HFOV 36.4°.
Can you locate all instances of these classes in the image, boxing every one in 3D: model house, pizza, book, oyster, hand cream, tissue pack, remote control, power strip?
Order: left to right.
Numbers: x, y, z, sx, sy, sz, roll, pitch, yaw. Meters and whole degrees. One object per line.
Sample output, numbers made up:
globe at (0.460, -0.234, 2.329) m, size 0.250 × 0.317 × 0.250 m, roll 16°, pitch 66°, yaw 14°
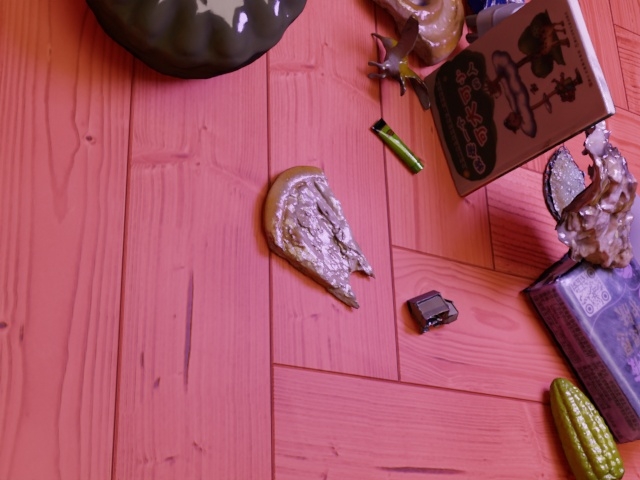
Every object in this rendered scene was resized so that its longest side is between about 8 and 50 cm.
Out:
pizza at (0.000, 0.000, 1.626) m, size 0.181 × 0.034 × 0.262 m, roll -37°, pitch 93°, yaw -41°
hand cream at (0.145, -0.175, 1.817) m, size 0.122 × 0.023 × 0.036 m, roll 46°, pitch 54°, yaw -5°
model house at (0.198, 0.119, 1.710) m, size 0.083 × 0.057 × 0.058 m, roll -21°, pitch 56°, yaw -21°
power strip at (0.367, -0.343, 1.968) m, size 0.229 × 0.141 × 0.261 m, roll -31°, pitch 118°, yaw -40°
book at (0.349, -0.267, 1.776) m, size 0.043 × 0.371 × 0.260 m, roll -3°, pitch 71°, yaw -37°
oyster at (0.509, -0.072, 1.767) m, size 0.238 × 0.115 × 0.351 m, roll -62°, pitch 142°, yaw -35°
tissue pack at (0.586, 0.184, 1.916) m, size 0.259 × 0.122 × 0.361 m, roll -34°, pitch 93°, yaw -39°
remote control at (0.692, -0.001, 2.135) m, size 0.077 × 0.022 × 0.245 m, roll 10°, pitch 65°, yaw -30°

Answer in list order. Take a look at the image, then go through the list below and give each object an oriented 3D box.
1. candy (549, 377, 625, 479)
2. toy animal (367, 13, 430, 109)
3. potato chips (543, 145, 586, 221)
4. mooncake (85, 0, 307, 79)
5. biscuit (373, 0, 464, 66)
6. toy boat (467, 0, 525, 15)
candy at (0.478, 0.349, 1.782) m, size 0.097 × 0.097 × 0.209 m, roll -10°, pitch 70°, yaw -38°
toy animal at (0.131, -0.347, 1.844) m, size 0.155 × 0.219 × 0.095 m, roll 35°, pitch 63°, yaw 28°
potato chips at (0.561, -0.090, 2.080) m, size 0.220 × 0.029 × 0.202 m, roll 22°, pitch 59°, yaw -24°
mooncake at (-0.194, -0.433, 1.512) m, size 0.356 × 0.194 × 0.356 m, roll 1°, pitch 88°, yaw -21°
biscuit at (0.186, -0.497, 1.946) m, size 0.274 × 0.091 × 0.213 m, roll 41°, pitch 54°, yaw -11°
toy boat at (0.427, -0.470, 2.139) m, size 0.318 × 0.072 × 0.219 m, roll 41°, pitch 48°, yaw -26°
